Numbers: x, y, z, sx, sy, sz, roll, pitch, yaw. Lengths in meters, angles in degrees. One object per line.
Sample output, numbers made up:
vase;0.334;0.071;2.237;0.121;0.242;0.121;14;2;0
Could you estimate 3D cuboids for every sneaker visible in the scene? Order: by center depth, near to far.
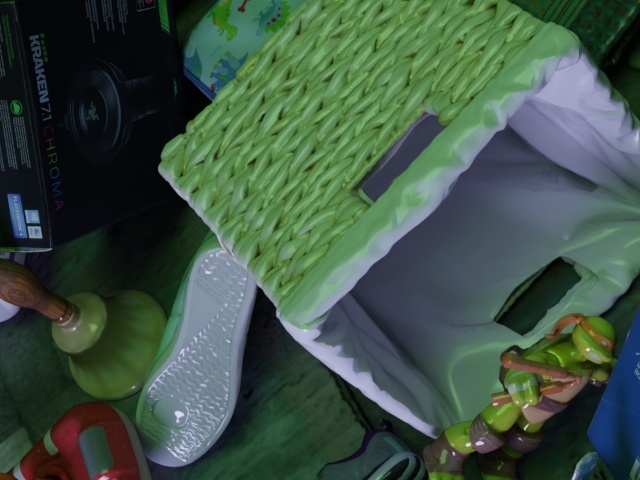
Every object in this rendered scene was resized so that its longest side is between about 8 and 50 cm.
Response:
sneaker;0.006;0.268;1.480;0.224;0.083;0.098;-42;33;3
sneaker;-0.111;0.099;1.608;0.094;0.151;0.256;20;109;-1

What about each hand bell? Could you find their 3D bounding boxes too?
hand bell;-0.267;0.069;1.597;0.126;0.242;0.126;-11;64;23

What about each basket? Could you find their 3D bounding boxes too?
basket;0.097;-0.043;1.411;0.328;0.331;0.266;-47;50;2

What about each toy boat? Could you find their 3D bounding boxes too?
toy boat;-0.281;0.261;1.556;0.231;0.151;0.151;-45;52;30

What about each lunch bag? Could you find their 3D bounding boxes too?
lunch bag;-0.032;-0.220;1.694;0.219;0.090;0.176;-47;58;4

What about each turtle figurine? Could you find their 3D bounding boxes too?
turtle figurine;0.180;0.131;1.351;0.217;0.269;0.087;-51;62;28

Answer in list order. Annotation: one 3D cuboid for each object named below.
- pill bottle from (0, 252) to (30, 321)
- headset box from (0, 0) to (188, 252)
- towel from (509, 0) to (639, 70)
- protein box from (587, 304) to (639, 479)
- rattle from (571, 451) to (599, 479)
pill bottle;-0.395;-0.071;1.771;0.169;0.169;0.301;-5;66;26
headset box;-0.258;-0.141;1.630;0.131;0.283;0.246;1;105;29
towel;0.244;-0.370;1.596;0.271;0.040;0.370;-55;51;16
protein box;0.331;0.149;1.218;0.136;0.201;0.200;-11;49;-20
rattle;0.194;0.255;1.296;0.143;0.200;0.130;-6;66;26
